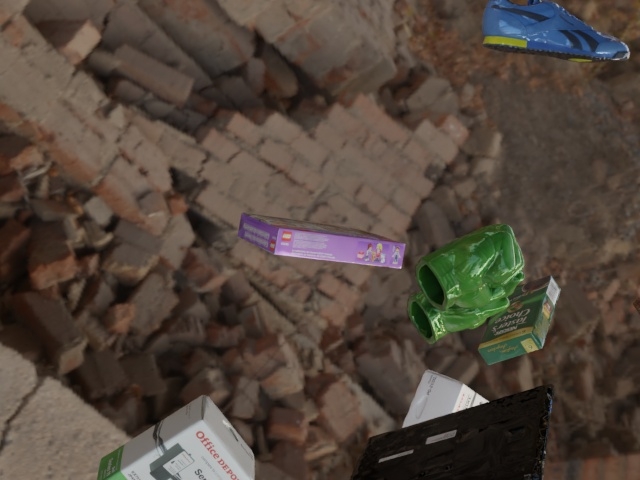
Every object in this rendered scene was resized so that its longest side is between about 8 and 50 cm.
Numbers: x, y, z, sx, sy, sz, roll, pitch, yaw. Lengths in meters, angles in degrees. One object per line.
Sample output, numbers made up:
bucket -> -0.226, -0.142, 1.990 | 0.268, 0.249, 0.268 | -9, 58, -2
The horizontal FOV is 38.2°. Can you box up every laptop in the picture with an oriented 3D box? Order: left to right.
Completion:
laptop -> 0.142, 0.294, 0.930 | 0.136, 0.234, 0.264 | 62, 26, -13

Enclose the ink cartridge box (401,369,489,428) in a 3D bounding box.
ink cartridge box -> 0.290, 0.414, 2.133 | 0.237, 0.100, 0.172 | 38, 72, -57

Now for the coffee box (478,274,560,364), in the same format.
coffee box -> 0.356, 0.139, 1.646 | 0.040, 0.113, 0.184 | 55, 38, -15

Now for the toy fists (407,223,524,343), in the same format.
toy fists -> 0.213, 0.064, 1.312 | 0.142, 0.279, 0.096 | -30, 69, -11

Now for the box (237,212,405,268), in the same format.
box -> 0.000, 0.000, 1.919 | 0.293, 0.201, 0.057 | 7, 96, -27

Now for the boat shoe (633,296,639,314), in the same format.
boat shoe -> 0.439, 0.146, 1.147 | 0.064, 0.060, 0.178 | 30, 44, -73

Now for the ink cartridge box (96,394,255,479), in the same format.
ink cartridge box -> -0.229, 0.371, 1.490 | 0.153, 0.208, 0.087 | 54, 6, -18

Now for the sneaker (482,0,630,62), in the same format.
sneaker -> 0.316, -0.282, 1.221 | 0.209, 0.069, 0.082 | 7, 93, -10
